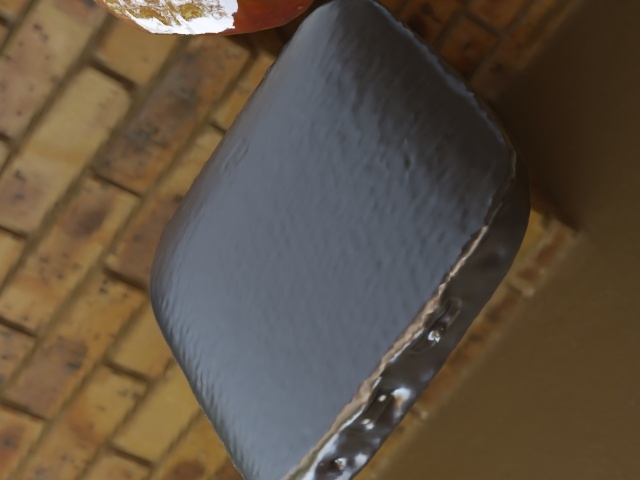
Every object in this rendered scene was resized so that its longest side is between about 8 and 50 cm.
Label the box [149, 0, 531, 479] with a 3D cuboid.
[{"bbox_3d":[0.000,0.000,0.708,0.212,0.042,0.201,-57,-140,22],"label":"box"}]

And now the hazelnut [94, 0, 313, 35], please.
[{"bbox_3d":[-0.091,-0.240,1.065,0.210,0.186,0.210,21,-55,34],"label":"hazelnut"}]
